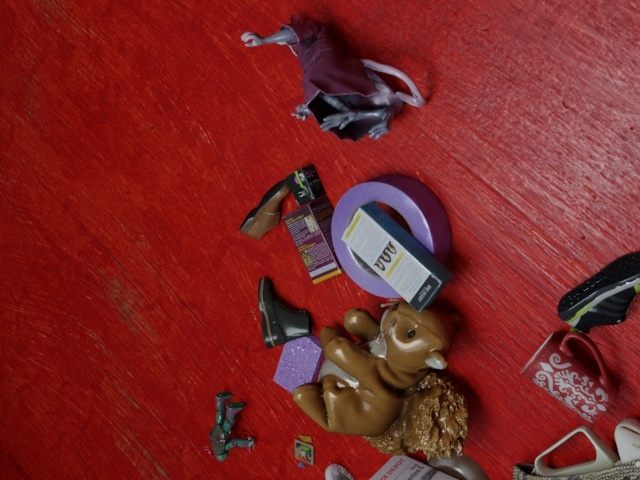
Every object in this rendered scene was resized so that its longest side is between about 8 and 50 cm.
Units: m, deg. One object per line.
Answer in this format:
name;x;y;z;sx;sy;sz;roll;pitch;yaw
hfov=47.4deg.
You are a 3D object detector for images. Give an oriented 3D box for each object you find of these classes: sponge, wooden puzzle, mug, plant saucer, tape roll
sponge;-0.058;0.342;2.022;0.117;0.031;0.210;34;124;25
wooden puzzle;-0.049;0.619;2.131;0.079;0.014;0.116;7;111;37
mug;0.512;0.275;1.475;0.169;0.113;0.150;40;156;16
plant saucer;0.333;0.615;1.807;0.199;0.036;0.198;15;116;34
tape roll;0.160;-0.010;1.676;0.275;0.090;0.274;14;115;34

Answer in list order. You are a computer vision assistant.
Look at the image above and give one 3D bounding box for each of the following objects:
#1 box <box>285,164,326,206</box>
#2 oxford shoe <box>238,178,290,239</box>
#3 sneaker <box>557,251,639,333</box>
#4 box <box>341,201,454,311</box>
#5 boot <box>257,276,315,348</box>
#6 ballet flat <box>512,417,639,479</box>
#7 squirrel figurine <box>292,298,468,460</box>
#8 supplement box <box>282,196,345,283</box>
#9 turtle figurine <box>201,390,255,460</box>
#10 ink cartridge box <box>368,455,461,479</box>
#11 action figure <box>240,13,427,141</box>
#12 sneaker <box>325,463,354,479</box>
box;-0.036;-0.137;1.811;0.062;0.052;0.083;-23;93;41
oxford shoe;-0.129;-0.079;1.911;0.076;0.076;0.212;34;128;-13
sneaker;0.571;0.108;1.413;0.097;0.084;0.235;40;133;-10
box;0.164;0.033;1.588;0.244;0.060;0.100;44;129;18
boot;-0.093;0.186;1.978;0.137;0.077;0.197;-13;70;8
ballet flat;0.584;0.462;1.483;0.483;0.164;0.182;-32;65;43
squirrel figurine;0.195;0.317;1.700;0.370;0.281;0.397;-39;95;31
supplement box;0.000;0.000;1.813;0.104;0.081;0.188;-26;90;42
turtle figurine;-0.287;0.597;2.255;0.175;0.118;0.234;17;111;34
ink cartridge box;0.243;0.645;1.732;0.273;0.198;0.114;16;116;34
action figure;0.015;-0.392;1.584;0.276;0.248;0.370;-31;57;9
sneaker;0.050;0.739;2.049;0.115;0.090;0.232;-16;95;45
